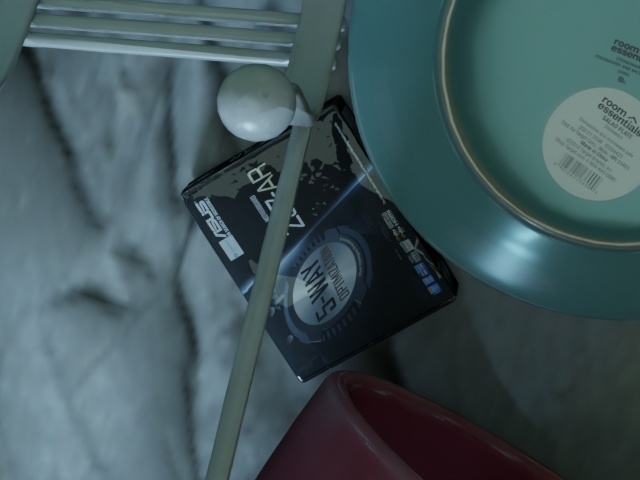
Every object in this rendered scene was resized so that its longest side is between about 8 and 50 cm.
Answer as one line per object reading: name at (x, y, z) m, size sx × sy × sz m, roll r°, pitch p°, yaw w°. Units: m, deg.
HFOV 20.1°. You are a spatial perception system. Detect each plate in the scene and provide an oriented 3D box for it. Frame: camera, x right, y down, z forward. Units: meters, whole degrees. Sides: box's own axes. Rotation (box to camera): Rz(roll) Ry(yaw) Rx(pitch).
plate at (0.102, -0.061, 0.600) m, size 0.188 × 0.024 × 0.188 m, roll 1°, pitch 104°, yaw 2°

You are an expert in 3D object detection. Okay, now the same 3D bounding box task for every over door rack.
over door rack at (-0.126, 0.012, 0.529) m, size 0.240 × 0.108 × 0.324 m, roll 4°, pitch 64°, yaw 11°

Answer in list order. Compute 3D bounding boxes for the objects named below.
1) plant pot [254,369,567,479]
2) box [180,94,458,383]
plant pot at (0.037, 0.171, 0.582) m, size 0.201 × 0.201 × 0.180 m, roll 33°, pitch 96°, yaw -3°
box at (0.000, 0.000, 0.646) m, size 0.067 × 0.018 × 0.083 m, roll -29°, pitch 101°, yaw 15°
